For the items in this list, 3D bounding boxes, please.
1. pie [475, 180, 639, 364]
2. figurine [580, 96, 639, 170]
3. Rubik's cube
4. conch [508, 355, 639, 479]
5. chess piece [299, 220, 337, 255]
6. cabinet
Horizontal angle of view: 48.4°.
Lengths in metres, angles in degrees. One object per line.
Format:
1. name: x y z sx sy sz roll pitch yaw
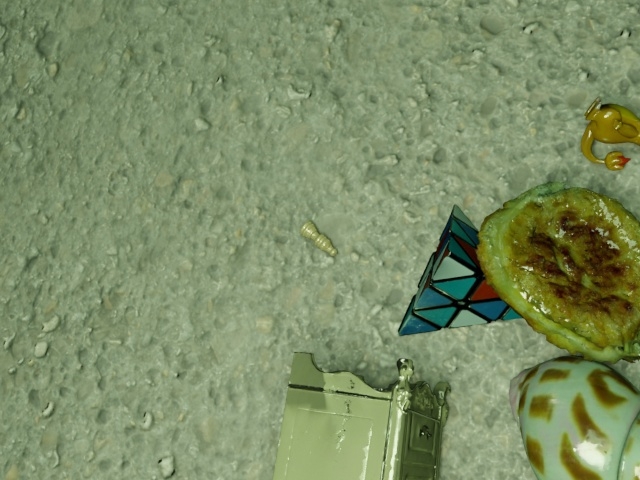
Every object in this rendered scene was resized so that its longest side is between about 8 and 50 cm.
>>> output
1. pie: 0.438 0.051 1.218 0.354 0.103 0.288 30 60 4
2. figurine: 0.570 -0.186 1.321 0.176 0.121 0.122 19 110 14
3. Rubik's cube: 0.296 0.027 1.358 0.249 0.284 0.234 6 52 -4
4. conch: 0.464 0.326 1.144 0.368 0.197 0.249 33 71 22
5. chess piece: 0.000 0.000 1.493 0.092 0.035 0.035 41 91 21
6. cabinet: 0.079 0.373 1.214 0.227 0.290 0.318 1 72 25
